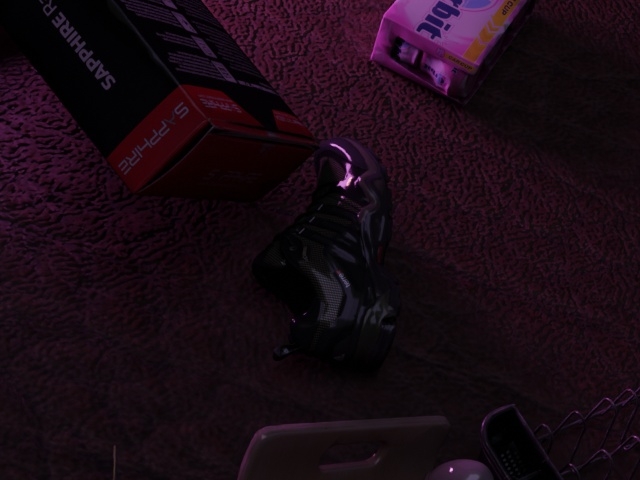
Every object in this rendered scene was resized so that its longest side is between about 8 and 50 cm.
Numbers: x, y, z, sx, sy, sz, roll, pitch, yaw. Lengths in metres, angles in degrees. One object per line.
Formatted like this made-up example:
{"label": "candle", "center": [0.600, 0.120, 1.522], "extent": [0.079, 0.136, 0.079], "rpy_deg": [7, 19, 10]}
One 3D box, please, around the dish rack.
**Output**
{"label": "dish rack", "center": [0.271, 0.196, 1.050], "extent": [0.271, 0.074, 0.208], "rpy_deg": [-17, 58, -25]}

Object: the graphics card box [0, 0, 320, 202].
{"label": "graphics card box", "center": [-0.179, -0.194, 1.128], "extent": [0.371, 0.094, 0.233], "rpy_deg": [52, 16, 12]}

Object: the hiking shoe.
{"label": "hiking shoe", "center": [0.000, 0.000, 1.135], "extent": [0.114, 0.086, 0.227], "rpy_deg": [4, 52, -14]}

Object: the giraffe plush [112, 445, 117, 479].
{"label": "giraffe plush", "center": [-0.217, 0.229, 0.862], "extent": [0.170, 0.181, 0.210], "rpy_deg": [-2, 44, -5]}

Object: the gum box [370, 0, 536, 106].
{"label": "gum box", "center": [0.139, -0.225, 1.363], "extent": [0.107, 0.062, 0.188], "rpy_deg": [29, 51, 11]}

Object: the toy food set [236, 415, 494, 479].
{"label": "toy food set", "center": [0.097, 0.249, 0.891], "extent": [0.219, 0.092, 0.306], "rpy_deg": [6, 42, -50]}
